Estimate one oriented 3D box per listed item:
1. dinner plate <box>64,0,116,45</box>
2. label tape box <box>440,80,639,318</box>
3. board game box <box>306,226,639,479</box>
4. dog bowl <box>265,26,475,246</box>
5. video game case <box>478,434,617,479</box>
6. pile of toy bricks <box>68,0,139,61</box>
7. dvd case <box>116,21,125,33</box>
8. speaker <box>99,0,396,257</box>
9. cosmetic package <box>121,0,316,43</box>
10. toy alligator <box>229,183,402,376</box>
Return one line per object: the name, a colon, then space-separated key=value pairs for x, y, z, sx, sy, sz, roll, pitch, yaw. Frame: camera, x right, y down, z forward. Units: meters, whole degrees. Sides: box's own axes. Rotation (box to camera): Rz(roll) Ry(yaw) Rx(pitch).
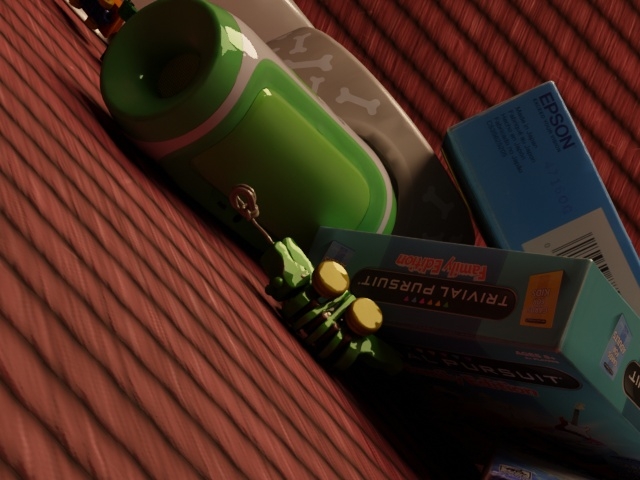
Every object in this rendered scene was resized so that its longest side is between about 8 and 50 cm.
dinner plate: x=-0.234 y=-0.237 z=1.644 sx=0.141 sy=0.017 sz=0.141 roll=48 pitch=4 yaw=-4
label tape box: x=0.220 y=-0.011 z=1.617 sx=0.249 sy=0.115 sz=0.347 roll=64 pitch=5 yaw=2
board game box: x=0.168 y=0.112 z=1.358 sx=0.253 sy=0.079 sz=0.336 roll=7 pitch=-24 yaw=39
dog bowl: x=0.034 y=-0.080 z=1.780 sx=0.349 sy=0.102 sz=0.349 roll=50 pitch=-9 yaw=11
video game case: x=0.248 y=0.232 z=1.260 sx=0.269 sy=0.061 sz=0.244 roll=20 pitch=1 yaw=7
pile of toy bricks: x=-0.129 y=-0.186 z=1.488 sx=0.105 sy=0.118 sz=0.212 roll=6 pitch=39 yaw=-52
dvd case: x=-0.172 y=-0.180 z=1.648 sx=0.087 sy=0.013 sz=0.119 roll=62 pitch=8 yaw=9
speaker: x=-0.050 y=-0.075 z=1.328 sx=0.131 sy=0.131 sz=0.296 roll=52 pitch=7 yaw=38
cosmetic package: x=-0.150 y=-0.322 z=2.155 sx=0.230 sy=0.161 sz=0.453 roll=46 pitch=6 yaw=-20
toy alligator: x=-0.015 y=0.040 z=1.240 sx=0.190 sy=0.056 sz=0.051 roll=47 pitch=46 yaw=0
